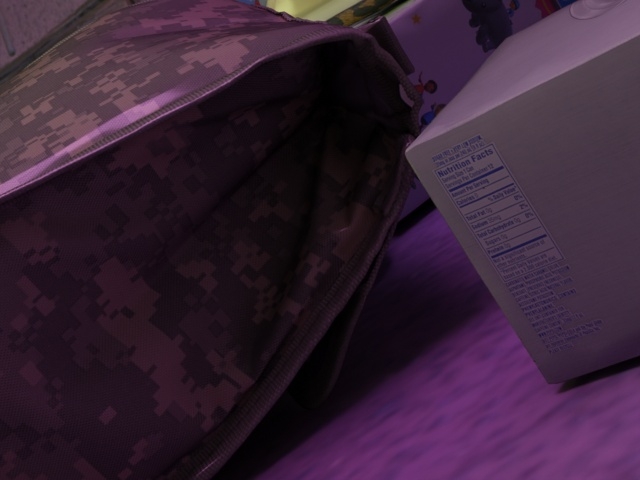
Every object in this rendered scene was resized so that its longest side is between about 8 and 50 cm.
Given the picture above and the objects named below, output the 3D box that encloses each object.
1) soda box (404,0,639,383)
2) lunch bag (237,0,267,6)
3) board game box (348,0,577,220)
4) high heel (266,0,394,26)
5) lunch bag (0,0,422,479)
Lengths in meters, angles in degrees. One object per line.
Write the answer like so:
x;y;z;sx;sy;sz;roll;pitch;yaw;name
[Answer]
0.167;-0.060;0.367;0.286;0.091;0.098;-25;14;39;soda box
-0.031;-0.139;1.061;0.090;0.176;0.219;-25;15;40;lunch bag
0.089;-0.125;0.863;0.303;0.097;0.224;-39;12;-18;board game box
0.082;-0.199;0.845;0.261;0.093;0.186;-48;-20;11;high heel
-0.094;0.006;0.607;0.287;0.169;0.235;-40;21;-5;lunch bag
